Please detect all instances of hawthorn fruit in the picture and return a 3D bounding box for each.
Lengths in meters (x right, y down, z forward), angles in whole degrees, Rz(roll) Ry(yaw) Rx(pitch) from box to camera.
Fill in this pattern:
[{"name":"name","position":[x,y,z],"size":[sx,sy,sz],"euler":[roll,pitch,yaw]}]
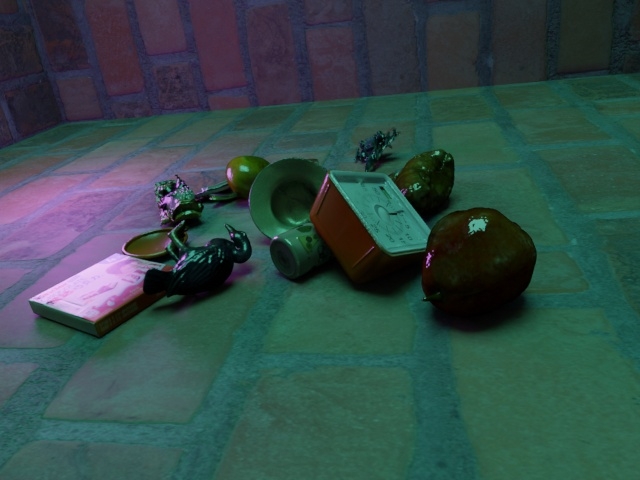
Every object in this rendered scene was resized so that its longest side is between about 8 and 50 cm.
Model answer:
[{"name":"hawthorn fruit","position":[0.302,0.056,1.098],"size":[0.261,0.224,0.224],"euler":[-42,38,-20]}]

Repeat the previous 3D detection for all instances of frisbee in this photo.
[{"name":"frisbee","position":[-0.486,0.015,1.593],"size":[0.192,0.035,0.192],"euler":[-7,25,3]}]

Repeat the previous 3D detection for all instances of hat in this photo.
[{"name":"hat","position":[-0.076,-0.108,1.599],"size":[0.257,0.257,0.130],"euler":[-6,-7,2]}]

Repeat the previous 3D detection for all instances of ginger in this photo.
[{"name":"ginger","position":[0.303,-0.156,1.620],"size":[0.165,0.172,0.321],"euler":[36,41,3]}]

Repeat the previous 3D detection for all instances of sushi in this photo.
[{"name":"sushi","position":[-0.495,-0.133,1.815],"size":[0.139,0.131,0.291],"euler":[-17,34,-24]}]

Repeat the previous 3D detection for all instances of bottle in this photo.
[{"name":"bottle","position":[0.000,0.000,1.392],"size":[0.253,0.120,0.120],"euler":[-26,30,-34]}]

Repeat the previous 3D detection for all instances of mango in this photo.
[{"name":"mango","position":[-0.243,-0.233,1.925],"size":[0.167,0.130,0.262],"euler":[39,22,3]}]

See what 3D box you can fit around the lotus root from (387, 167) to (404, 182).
[{"name":"lotus root","position":[0.279,-0.199,1.786],"size":[0.192,0.088,0.113],"euler":[-14,9,-12]}]

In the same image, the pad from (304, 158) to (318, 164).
[{"name":"pad","position":[-0.017,-0.324,2.178],"size":[0.323,0.055,0.250],"euler":[-23,23,9]}]

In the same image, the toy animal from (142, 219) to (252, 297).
[{"name":"toy animal","position":[-0.305,0.047,1.337],"size":[0.185,0.122,0.298],"euler":[36,41,5]}]

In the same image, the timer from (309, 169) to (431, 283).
[{"name":"timer","position":[0.138,-0.045,1.308],"size":[0.250,0.161,0.257],"euler":[-16,62,-37]}]

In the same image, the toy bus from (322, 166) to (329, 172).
[{"name":"toy bus","position":[-0.045,-0.208,1.920],"size":[0.235,0.073,0.096],"euler":[-1,32,13]}]

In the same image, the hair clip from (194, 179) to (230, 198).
[{"name":"hair clip","position":[-0.374,-0.203,1.991],"size":[0.140,0.054,0.220],"euler":[-5,19,44]}]

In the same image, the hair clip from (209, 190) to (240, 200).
[{"name":"hair clip","position":[-0.322,-0.165,1.943],"size":[0.060,0.033,0.188],"euler":[13,26,34]}]

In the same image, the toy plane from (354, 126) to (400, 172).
[{"name":"toy plane","position":[0.205,-0.349,2.113],"size":[0.223,0.104,0.326],"euler":[-25,18,31]}]

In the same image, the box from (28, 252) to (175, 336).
[{"name":"box","position":[-0.531,0.125,1.353],"size":[0.265,0.048,0.273],"euler":[8,30,31]}]
